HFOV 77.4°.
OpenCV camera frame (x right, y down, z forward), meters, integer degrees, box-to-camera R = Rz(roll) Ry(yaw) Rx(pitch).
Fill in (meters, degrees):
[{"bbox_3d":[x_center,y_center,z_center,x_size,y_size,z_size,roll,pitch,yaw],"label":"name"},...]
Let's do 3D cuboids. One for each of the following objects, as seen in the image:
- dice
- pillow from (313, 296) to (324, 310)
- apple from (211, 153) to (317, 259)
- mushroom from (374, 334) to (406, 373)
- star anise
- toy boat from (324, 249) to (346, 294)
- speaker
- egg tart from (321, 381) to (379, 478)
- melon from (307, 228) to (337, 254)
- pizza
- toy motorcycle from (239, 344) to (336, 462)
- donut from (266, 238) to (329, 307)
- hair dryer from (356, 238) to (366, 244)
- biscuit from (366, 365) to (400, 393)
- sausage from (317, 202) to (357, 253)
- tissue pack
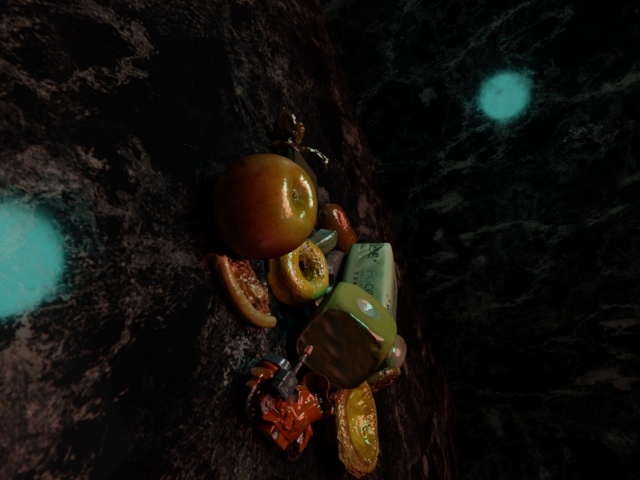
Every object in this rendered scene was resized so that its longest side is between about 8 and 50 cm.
[{"bbox_3d":[0.079,0.288,1.239,0.238,0.233,0.227,39,21,3],"label":"dice"},{"bbox_3d":[0.015,0.291,1.452,0.184,0.043,0.118,71,18,5],"label":"pillow"},{"bbox_3d":[-0.138,-0.089,1.042,0.286,0.233,0.285,20,65,-52],"label":"apple"},{"bbox_3d":[0.285,0.515,1.809,0.206,0.209,0.206,-168,-90,-79],"label":"mushroom"},{"bbox_3d":[-0.085,-0.365,1.552,0.346,0.148,0.237,42,38,-38],"label":"star anise"},{"bbox_3d":[0.039,0.120,1.597,0.227,0.085,0.155,-45,134,-60],"label":"toy boat"},{"bbox_3d":[-0.109,-0.156,1.316,0.192,0.153,0.230,48,32,-47],"label":"speaker"},{"bbox_3d":[0.085,0.586,1.286,0.319,0.128,0.318,47,33,-45],"label":"egg tart"},{"bbox_3d":[0.005,0.001,1.560,0.093,0.139,0.202,54,20,12],"label":"melon"},{"bbox_3d":[-0.189,0.130,1.032,0.270,0.056,0.134,65,30,-22],"label":"pizza"},{"bbox_3d":[-0.074,0.401,1.013,0.221,0.148,0.325,-55,136,-36],"label":"toy motorcycle"},{"bbox_3d":[-0.074,0.099,1.288,0.254,0.118,0.253,30,49,-42],"label":"donut"},{"bbox_3d":[0.164,0.144,1.885,0.251,0.089,0.197,-57,143,-45],"label":"hair dryer"},{"bbox_3d":[0.205,0.542,1.505,0.042,0.226,0.226,60,12,30],"label":"biscuit"},{"bbox_3d":[0.072,-0.047,1.738,0.133,0.133,0.258,-77,145,-52],"label":"sausage"},{"bbox_3d":[0.195,0.260,1.588,0.404,0.206,0.331,-77,158,-44],"label":"tissue pack"}]
